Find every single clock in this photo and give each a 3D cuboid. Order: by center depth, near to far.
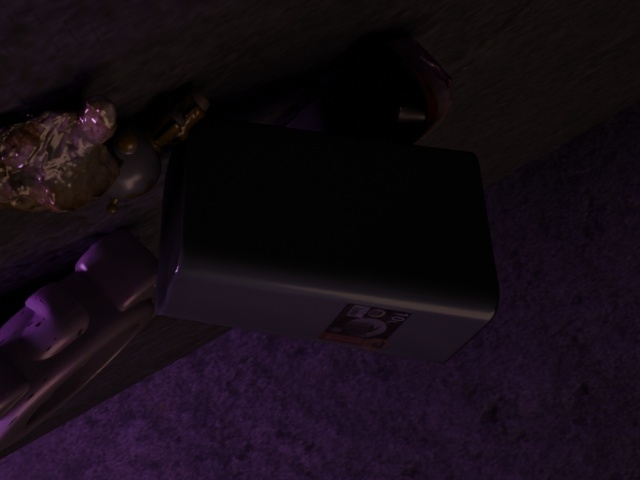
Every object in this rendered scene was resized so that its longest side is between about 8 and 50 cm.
[{"bbox_3d":[-0.367,0.151,1.223,0.322,0.113,0.295,-43,177,-37],"label":"clock"}]

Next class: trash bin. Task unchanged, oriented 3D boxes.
[{"bbox_3d":[0.000,0.000,0.999,0.344,0.222,0.158,7,147,-17],"label":"trash bin"}]

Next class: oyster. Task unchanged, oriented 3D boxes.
[{"bbox_3d":[-0.246,-0.064,0.783,0.163,0.081,0.191,-14,159,-48],"label":"oyster"}]

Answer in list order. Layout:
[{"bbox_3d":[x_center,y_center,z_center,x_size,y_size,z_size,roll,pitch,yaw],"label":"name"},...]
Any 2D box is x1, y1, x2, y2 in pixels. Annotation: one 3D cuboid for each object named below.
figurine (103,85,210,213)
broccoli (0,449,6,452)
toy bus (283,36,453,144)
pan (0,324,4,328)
[{"bbox_3d":[-0.172,-0.096,0.899,0.143,0.068,0.101,-45,-174,-26],"label":"figurine"},{"bbox_3d":[-0.652,0.363,1.456,0.334,0.272,0.324,-14,123,-41],"label":"broccoli"},{"bbox_3d":[0.040,-0.138,1.151,0.147,0.127,0.303,-28,171,-47],"label":"toy bus"},{"bbox_3d":[-0.479,0.136,1.316,0.068,0.023,0.115,-22,171,-39],"label":"pan"}]
